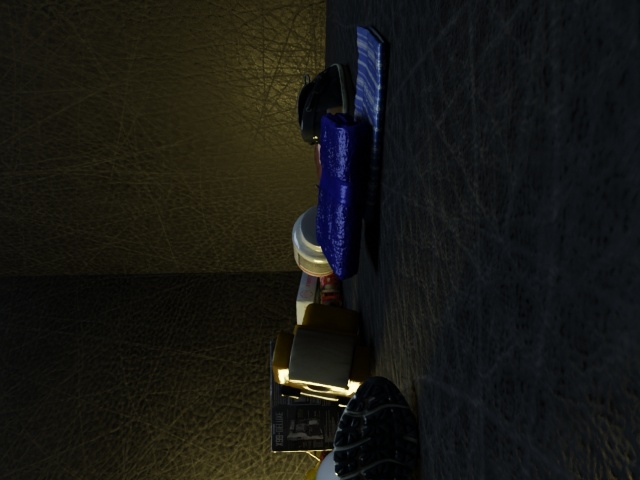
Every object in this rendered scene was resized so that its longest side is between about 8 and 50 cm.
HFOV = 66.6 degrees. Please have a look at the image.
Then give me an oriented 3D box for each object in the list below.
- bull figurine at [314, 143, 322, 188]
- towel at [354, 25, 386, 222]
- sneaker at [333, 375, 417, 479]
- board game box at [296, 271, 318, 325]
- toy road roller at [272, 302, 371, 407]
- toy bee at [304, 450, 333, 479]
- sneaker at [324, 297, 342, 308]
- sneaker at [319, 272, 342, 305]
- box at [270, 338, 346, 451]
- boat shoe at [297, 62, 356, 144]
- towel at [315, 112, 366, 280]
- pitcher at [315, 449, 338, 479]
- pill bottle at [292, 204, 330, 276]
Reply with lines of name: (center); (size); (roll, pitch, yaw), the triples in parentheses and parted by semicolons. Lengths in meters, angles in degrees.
bull figurine: (0.029, -0.253, 1.639); (0.188, 0.101, 0.309); (104, 164, -89)
towel: (0.087, -0.231, 0.960); (0.243, 0.040, 0.335); (-96, 5, -59)
sneaker: (0.073, 0.324, 0.680); (0.122, 0.110, 0.282); (-60, -30, -88)
board game box: (-0.039, 0.264, 1.925); (0.318, 0.066, 0.318); (-80, -9, -57)
toy road roller: (0.012, 0.250, 1.170); (0.329, 0.203, 0.240); (92, -172, -62)
toy bee: (0.015, 0.665, 1.550); (0.195, 0.162, 0.298); (-47, -23, -41)
sneaker: (0.055, 0.266, 1.596); (0.234, 0.078, 0.106); (-99, 10, -47)
sneaker: (0.038, 0.147, 1.808); (0.144, 0.090, 0.270); (-95, 1, -45)
box: (-0.019, 0.433, 1.386); (0.076, 0.243, 0.307); (109, 160, -83)
boat shoe: (0.010, -0.399, 1.418); (0.500, 0.156, 0.186); (-92, 0, -59)
towel: (0.034, -0.099, 0.996); (0.227, 0.077, 0.307); (-105, 15, -70)
pitcher: (0.070, 0.449, 0.847); (0.207, 0.126, 0.177); (115, 140, -60)
pill bottle: (0.000, 0.000, 1.535); (0.318, 0.177, 0.176); (96, 172, -75)
